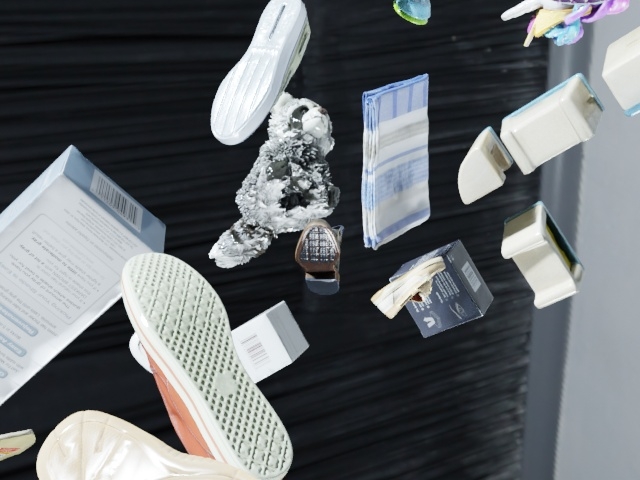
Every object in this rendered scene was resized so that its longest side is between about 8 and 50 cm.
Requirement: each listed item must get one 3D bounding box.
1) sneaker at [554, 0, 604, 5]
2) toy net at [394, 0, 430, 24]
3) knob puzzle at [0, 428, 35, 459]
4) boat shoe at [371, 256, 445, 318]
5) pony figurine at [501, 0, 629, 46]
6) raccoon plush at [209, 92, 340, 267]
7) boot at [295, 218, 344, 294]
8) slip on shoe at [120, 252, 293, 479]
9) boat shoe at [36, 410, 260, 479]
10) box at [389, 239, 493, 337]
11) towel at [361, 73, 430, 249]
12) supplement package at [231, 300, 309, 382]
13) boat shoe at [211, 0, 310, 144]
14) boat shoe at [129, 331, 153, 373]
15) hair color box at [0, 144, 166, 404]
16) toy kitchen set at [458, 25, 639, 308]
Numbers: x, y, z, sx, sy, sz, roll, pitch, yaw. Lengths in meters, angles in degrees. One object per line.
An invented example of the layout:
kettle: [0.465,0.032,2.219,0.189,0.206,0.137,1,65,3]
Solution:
sneaker: [0.256,-0.308,1.010,0.223,0.098,0.083,6,101,43]
toy net: [0.133,-0.488,1.646,0.232,0.122,0.045,-102,30,-43]
knob puzzle: [-0.625,0.386,1.675,0.213,0.213,0.030,-50,55,56]
boat shoe: [0.167,0.087,1.597,0.059,0.170,0.063,55,150,9]
pony figurine: [0.431,-0.424,1.160,0.303,0.350,0.364,-91,4,-61]
raccoon plush: [-0.139,-0.169,2.202,0.446,0.216,0.299,-28,46,26]
boot: [0.000,0.000,1.603,0.219,0.082,0.106,86,-173,-57]
slip on shoe: [-0.149,0.154,1.042,0.331,0.123,0.101,57,132,22]
boat shoe: [-0.102,0.229,0.718,0.285,0.103,0.092,20,156,26]
box: [0.264,0.105,1.943,0.158,0.093,0.156,-26,99,34]
towel: [0.143,-0.144,1.615,0.034,0.209,0.285,13,115,35]
supplement package: [-0.103,0.193,1.683,0.105,0.105,0.179,60,-170,2]
boat shoe: [-0.093,-0.296,1.604,0.109,0.094,0.302,20,77,31]
boat shoe: [-0.243,0.244,1.664,0.267,0.096,0.088,34,175,8]
hair color box: [-0.418,0.063,1.279,0.374,0.185,0.114,-41,25,13]
toy kitchen set: [0.249,-0.065,0.794,0.207,0.122,0.166,-30,100,29]
